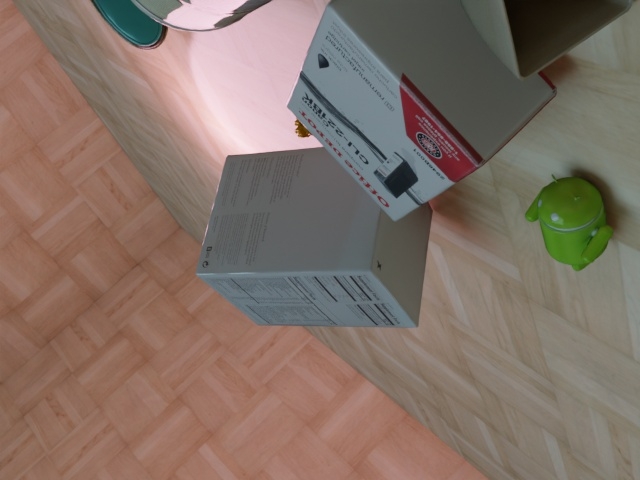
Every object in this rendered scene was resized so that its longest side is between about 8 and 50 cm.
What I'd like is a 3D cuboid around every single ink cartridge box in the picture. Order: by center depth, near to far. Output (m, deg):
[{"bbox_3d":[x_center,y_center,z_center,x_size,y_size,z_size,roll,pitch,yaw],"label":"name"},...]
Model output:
[{"bbox_3d":[0.084,-0.146,0.809,0.197,0.114,0.273,47,167,-1],"label":"ink cartridge box"}]

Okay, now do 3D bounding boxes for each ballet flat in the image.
[{"bbox_3d":[-0.393,-0.499,1.412,0.348,0.123,0.123,50,166,-14],"label":"ballet flat"}]

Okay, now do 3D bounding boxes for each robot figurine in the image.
[{"bbox_3d":[0.268,-0.020,0.831,0.101,0.067,0.115,50,172,46],"label":"robot figurine"}]

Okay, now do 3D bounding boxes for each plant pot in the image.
[{"bbox_3d":[0.155,-0.207,0.591,0.096,0.109,0.109,51,173,46],"label":"plant pot"}]

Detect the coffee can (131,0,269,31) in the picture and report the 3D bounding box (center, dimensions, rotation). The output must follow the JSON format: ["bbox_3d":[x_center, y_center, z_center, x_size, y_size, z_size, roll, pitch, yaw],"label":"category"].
[{"bbox_3d":[-0.095,-0.327,0.776,0.201,0.201,0.275,52,165,-19],"label":"coffee can"}]

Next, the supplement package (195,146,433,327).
[{"bbox_3d":[0.000,0.000,1.128,0.262,0.199,0.198,-2,152,26],"label":"supplement package"}]

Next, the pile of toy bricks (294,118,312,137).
[{"bbox_3d":[0.012,-0.129,1.209,0.118,0.105,0.212,54,164,-28],"label":"pile of toy bricks"}]
